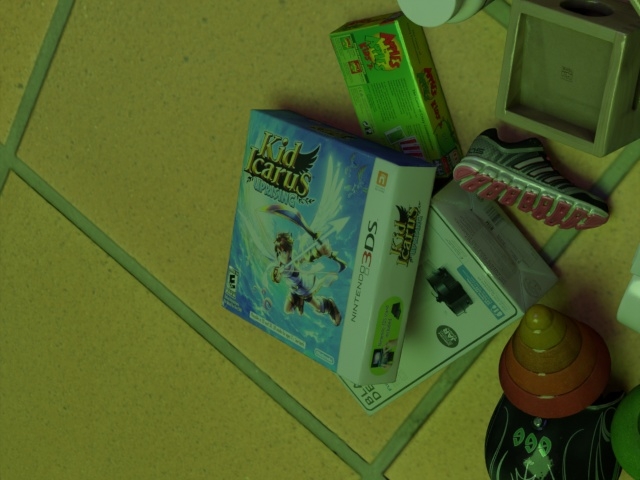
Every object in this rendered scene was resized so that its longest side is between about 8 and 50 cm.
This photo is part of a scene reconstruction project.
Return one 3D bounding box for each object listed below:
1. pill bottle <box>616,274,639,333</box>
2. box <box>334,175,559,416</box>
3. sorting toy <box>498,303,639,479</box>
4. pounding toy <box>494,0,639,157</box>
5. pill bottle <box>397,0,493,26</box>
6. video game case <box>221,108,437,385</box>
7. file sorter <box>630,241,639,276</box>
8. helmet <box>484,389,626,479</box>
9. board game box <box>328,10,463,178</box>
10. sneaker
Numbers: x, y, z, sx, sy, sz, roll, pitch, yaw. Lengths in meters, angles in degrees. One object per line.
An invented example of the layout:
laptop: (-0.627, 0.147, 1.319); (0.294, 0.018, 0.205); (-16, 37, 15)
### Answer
pill bottle: (0.434, 0.091, 1.384); (0.272, 0.152, 0.152); (29, 129, 18)
box: (0.109, 0.065, 1.629); (0.169, 0.087, 0.290); (51, 134, 0)
sorting toy: (0.325, 0.156, 1.420); (0.365, 0.127, 0.126); (30, 161, 33)
pounding toy: (0.287, -0.178, 1.359); (0.206, 0.094, 0.181); (25, 124, 33)
pill bottle: (0.136, -0.262, 1.385); (0.086, 0.152, 0.086); (17, 125, 27)
video game case: (0.000, 0.000, 1.593); (0.269, 0.061, 0.244); (25, 109, 48)
file sorter: (0.420, -0.088, 1.263); (0.173, 0.193, 0.278); (26, 129, 17)
helmet: (0.262, 0.232, 1.597); (0.169, 0.169, 0.161); (17, 108, 27)
board game box: (0.084, -0.154, 1.561); (0.092, 0.043, 0.181); (-6, 113, 37)
sneaker: (0.228, -0.068, 1.498); (0.170, 0.075, 0.063); (21, 156, -1)
